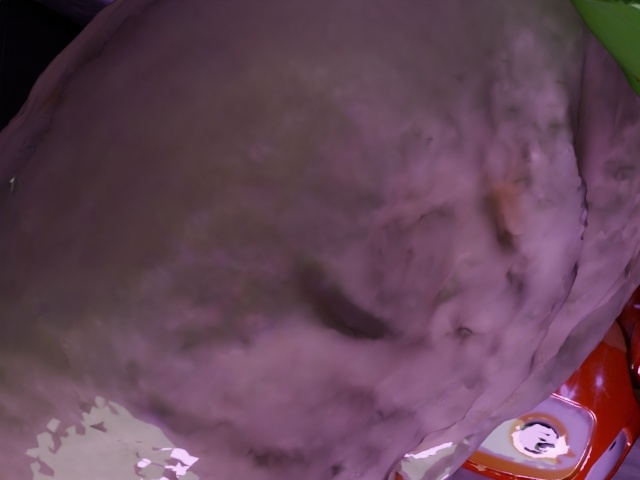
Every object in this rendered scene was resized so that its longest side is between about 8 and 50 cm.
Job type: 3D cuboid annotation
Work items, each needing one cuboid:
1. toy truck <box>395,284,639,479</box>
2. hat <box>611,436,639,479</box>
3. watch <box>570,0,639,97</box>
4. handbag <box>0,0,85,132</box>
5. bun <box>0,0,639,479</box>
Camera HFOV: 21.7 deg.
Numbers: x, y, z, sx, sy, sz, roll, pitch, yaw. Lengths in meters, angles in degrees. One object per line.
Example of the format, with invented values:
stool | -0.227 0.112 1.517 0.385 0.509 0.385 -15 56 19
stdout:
toy truck | 0.135 0.137 1.200 0.189 0.239 0.265 17 165 13
hat | 0.273 0.243 1.618 0.232 0.161 0.275 39 -177 -22
watch | 0.155 -0.109 0.502 0.131 0.165 0.152 41 176 -36
handbag | -0.129 -0.024 1.035 0.088 0.244 0.275 -36 131 25
bun | 0.000 0.000 0.664 0.213 0.361 0.361 46 167 5
